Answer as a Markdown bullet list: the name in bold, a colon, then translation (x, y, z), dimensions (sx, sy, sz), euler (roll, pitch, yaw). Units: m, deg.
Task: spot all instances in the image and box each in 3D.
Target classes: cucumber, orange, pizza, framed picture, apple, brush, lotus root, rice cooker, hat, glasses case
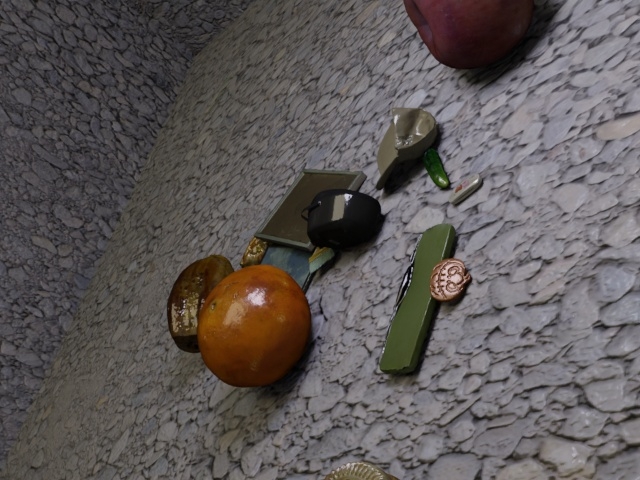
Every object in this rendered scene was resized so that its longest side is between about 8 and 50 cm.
- **cucumber**: translation (0.247, -0.160, 1.818), dimensions (0.039, 0.039, 0.168), euler (-45, 29, 23)
- **orange**: translation (-0.153, 0.193, 1.881), dimensions (0.284, 0.226, 0.283), euler (-38, 33, 30)
- **pizza**: translation (-0.163, 0.026, 2.329), dimensions (0.184, 0.036, 0.176), euler (-49, 26, 16)
- **framed picture**: translation (-0.129, 0.157, 2.110), dimensions (0.265, 0.016, 0.347), euler (0, 59, 55)
- **apple**: translation (0.325, -0.524, 1.837), dimensions (0.235, 0.305, 0.305), euler (-29, 28, 0)
- **brush**: translation (0.000, 0.000, 2.065), dimensions (0.083, 0.010, 0.218), euler (-37, 27, 19)
- **lotus root**: translation (-0.315, 0.171, 2.290), dimensions (0.193, 0.193, 0.290), euler (-34, 36, 40)
- **rice cooker**: translation (0.047, -0.050, 1.927), dimensions (0.203, 0.142, 0.118), euler (-18, 56, 51)
- **hat**: translation (0.200, -0.201, 1.941), dimensions (0.166, 0.144, 0.173), euler (-86, -6, -46)
- **glasses case**: translation (0.292, -0.104, 1.688), dimensions (0.083, 0.021, 0.032), euler (-40, 28, 31)
- **framed picture**: translation (-0.036, -0.088, 2.206), dimensions (0.247, 0.022, 0.335), euler (-54, 26, -13)

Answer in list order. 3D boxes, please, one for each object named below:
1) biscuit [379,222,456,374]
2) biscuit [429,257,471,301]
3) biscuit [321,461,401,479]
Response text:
- **biscuit**: translation (0.189, 0.109, 1.600), dimensions (0.099, 0.038, 0.322), euler (-15, 46, 50)
- **biscuit**: translation (0.240, 0.072, 1.544), dimensions (0.078, 0.015, 0.091), euler (-10, 53, 26)
- **biscuit**: translation (0.051, 0.482, 1.350), dimensions (0.259, 0.079, 0.259), euler (-41, 29, 29)
